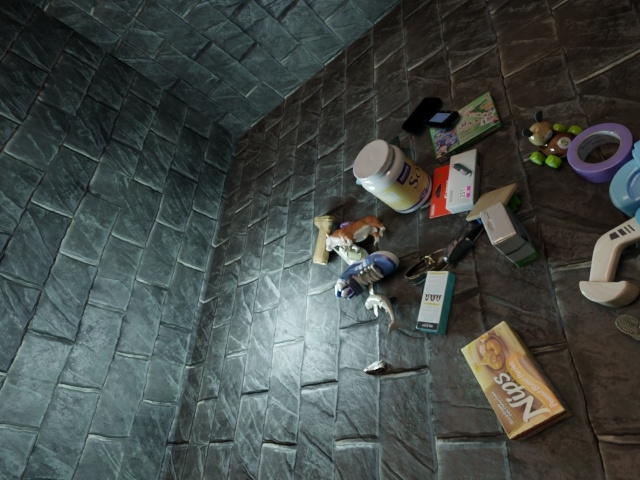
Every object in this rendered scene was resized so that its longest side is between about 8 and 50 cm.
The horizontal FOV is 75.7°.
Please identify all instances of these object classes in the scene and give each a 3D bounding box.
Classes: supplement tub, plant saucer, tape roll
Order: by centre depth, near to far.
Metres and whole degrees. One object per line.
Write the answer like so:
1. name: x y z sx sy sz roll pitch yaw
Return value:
1. tape roll: 0.954 -0.296 1.398 0.189 0.080 0.189 -30 45 36
2. supplement tub: 0.338 -0.298 1.932 0.241 0.331 0.241 -29 47 36
3. plant saucer: 0.308 -0.402 2.138 0.044 0.317 0.317 43 105 9

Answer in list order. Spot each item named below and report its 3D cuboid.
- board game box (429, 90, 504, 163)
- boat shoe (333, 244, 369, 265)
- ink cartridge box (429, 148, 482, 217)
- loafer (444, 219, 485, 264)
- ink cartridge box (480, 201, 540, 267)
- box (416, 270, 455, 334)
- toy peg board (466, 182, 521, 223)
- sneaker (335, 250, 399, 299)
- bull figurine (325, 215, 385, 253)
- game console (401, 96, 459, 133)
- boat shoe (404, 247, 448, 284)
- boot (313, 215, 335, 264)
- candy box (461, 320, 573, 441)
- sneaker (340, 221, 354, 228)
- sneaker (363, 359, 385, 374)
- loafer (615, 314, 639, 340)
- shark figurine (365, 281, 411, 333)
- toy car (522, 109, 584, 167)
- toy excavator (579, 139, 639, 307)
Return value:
1. board game box: 0.671 -0.525 1.924 0.317 0.046 0.213 -29 45 37
2. boat shoe: 0.136 0.057 2.141 0.302 0.094 0.109 29 90 54
3. ink cartridge box: 0.587 -0.250 1.832 0.239 0.060 0.275 -12 58 45
4. loafer: 0.579 0.004 1.653 0.223 0.076 0.078 -54 32 0
5. ink cartridge box: 0.666 -0.020 1.451 0.087 0.208 0.153 -34 44 32
6. box: 0.463 0.245 1.646 0.100 0.060 0.244 -4 64 50
7. toy peg board: 0.680 -0.124 1.596 0.161 0.079 0.160 -47 13 -29
8. sneaker: 0.198 0.184 1.890 0.323 0.130 0.236 -21 25 52
9. bull figurine: 0.174 -0.024 2.062 0.310 0.101 0.188 -29 41 -6
10. game console: 0.565 -0.626 2.069 0.213 0.044 0.361 -51 28 2
11. boat shoe: 0.458 0.104 1.740 0.228 0.069 0.081 -43 40 23
12. boot: 0.000 0.000 2.346 0.236 0.089 0.269 169 112 -74
13. candy box: 0.610 0.441 1.312 0.183 0.087 0.316 -44 40 22
14. sneaker: 0.162 -0.077 2.220 0.170 0.071 0.068 13 77 54
15. sneaker: 0.231 0.542 1.756 0.109 0.040 0.043 -27 31 33
16. loafer: 0.889 0.254 1.136 0.056 0.050 0.148 -53 21 5
17. shark figurine: 0.297 0.278 1.802 0.278 0.116 0.166 -143 50 -62
18. toy car: 0.826 -0.386 1.510 0.155 0.188 0.149 -56 25 8
19. toy excavator: 0.943 -0.069 1.192 0.445 0.222 0.433 -42 38 46
